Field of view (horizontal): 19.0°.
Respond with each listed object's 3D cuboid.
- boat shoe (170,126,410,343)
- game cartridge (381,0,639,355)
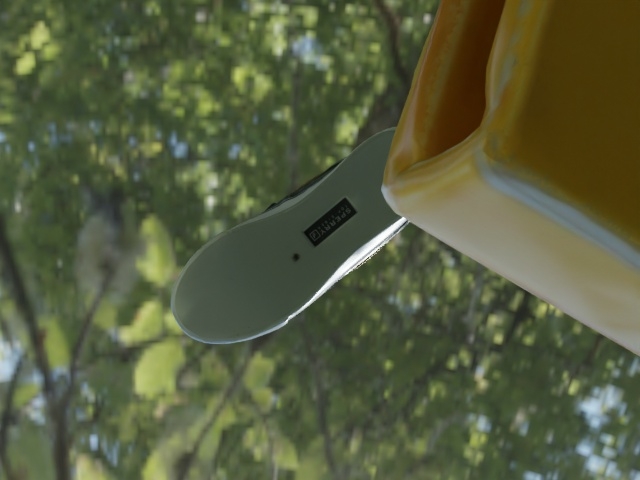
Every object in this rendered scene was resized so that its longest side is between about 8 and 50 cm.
[{"bbox_3d":[0.000,0.000,1.126,0.183,0.083,0.065,-34,-96,13],"label":"boat shoe"},{"bbox_3d":[0.187,-0.053,0.480,0.324,0.053,0.285,31,-119,-22],"label":"game cartridge"}]
